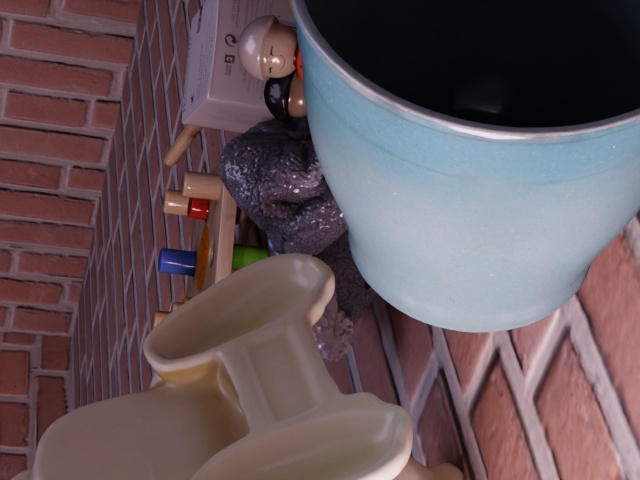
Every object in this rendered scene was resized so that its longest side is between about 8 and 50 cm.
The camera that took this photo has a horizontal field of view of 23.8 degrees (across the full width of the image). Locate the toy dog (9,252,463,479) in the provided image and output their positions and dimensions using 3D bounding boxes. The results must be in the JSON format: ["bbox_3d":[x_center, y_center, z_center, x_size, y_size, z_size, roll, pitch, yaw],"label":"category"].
[{"bbox_3d":[-0.041,0.291,1.232,0.284,0.395,0.408,47,164,53],"label":"toy dog"}]

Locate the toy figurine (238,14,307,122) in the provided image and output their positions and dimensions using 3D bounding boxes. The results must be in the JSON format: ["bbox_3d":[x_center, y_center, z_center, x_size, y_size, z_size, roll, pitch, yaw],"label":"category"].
[{"bbox_3d":[0.019,-0.214,1.434,0.213,0.148,0.209,45,-123,-75],"label":"toy figurine"}]

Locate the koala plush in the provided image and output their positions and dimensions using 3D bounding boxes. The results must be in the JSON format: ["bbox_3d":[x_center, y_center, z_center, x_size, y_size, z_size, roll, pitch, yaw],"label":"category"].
[{"bbox_3d":[0.000,-0.003,1.535,0.196,0.203,0.221,-118,26,-65],"label":"koala plush"}]

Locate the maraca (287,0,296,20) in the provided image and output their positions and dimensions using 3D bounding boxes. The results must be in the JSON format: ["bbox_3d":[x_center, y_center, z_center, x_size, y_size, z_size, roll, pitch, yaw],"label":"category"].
[{"bbox_3d":[0.030,-0.298,1.685,0.186,0.099,0.127,-11,67,48],"label":"maraca"}]

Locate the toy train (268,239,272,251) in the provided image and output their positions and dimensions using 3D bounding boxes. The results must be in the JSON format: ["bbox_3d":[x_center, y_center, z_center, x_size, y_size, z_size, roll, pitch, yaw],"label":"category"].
[{"bbox_3d":[0.000,0.000,1.709,0.184,0.080,0.105,118,144,-49],"label":"toy train"}]

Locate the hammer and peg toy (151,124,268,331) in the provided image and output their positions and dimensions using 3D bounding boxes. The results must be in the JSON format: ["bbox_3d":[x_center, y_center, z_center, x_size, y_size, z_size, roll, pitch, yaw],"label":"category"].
[{"bbox_3d":[-0.153,-0.025,2.171,0.266,0.127,0.361,152,123,-74],"label":"hammer and peg toy"}]

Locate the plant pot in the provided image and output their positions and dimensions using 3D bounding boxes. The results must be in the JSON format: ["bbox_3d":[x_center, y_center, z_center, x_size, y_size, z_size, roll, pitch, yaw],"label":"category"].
[{"bbox_3d":[0.112,-0.083,1.025,0.255,0.272,0.271,93,173,-51],"label":"plant pot"}]

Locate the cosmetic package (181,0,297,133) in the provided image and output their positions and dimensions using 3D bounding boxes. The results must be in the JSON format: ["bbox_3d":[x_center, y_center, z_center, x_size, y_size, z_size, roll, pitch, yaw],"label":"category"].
[{"bbox_3d":[-0.084,-0.225,1.949,0.184,0.151,0.151,159,118,-73],"label":"cosmetic package"}]
